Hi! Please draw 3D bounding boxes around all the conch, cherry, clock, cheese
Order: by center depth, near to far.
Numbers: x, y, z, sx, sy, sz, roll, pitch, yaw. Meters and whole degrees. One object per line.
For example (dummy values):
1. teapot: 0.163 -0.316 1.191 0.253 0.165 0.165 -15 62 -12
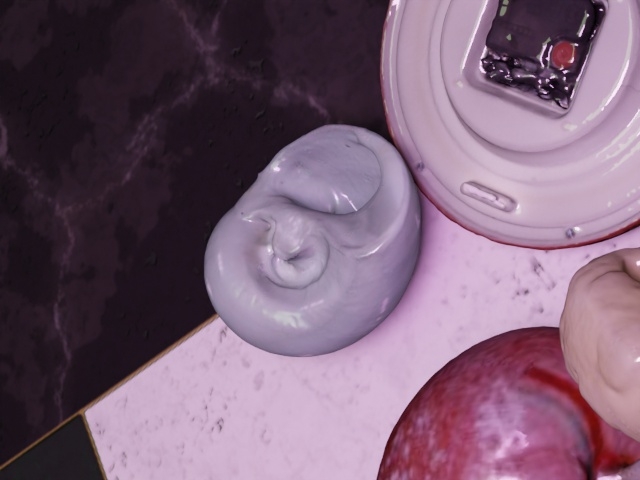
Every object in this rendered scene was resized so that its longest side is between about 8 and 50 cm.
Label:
1. cheese: 0.285 0.079 1.023 0.263 0.159 0.093 12 120 -2
2. cherry: 0.163 0.184 1.136 0.285 0.213 0.236 -37 43 45
3. clock: 0.179 -0.151 1.229 0.318 0.080 0.318 -3 85 38
4. conch: 0.002 0.000 1.322 0.221 0.121 0.185 -18 82 36
